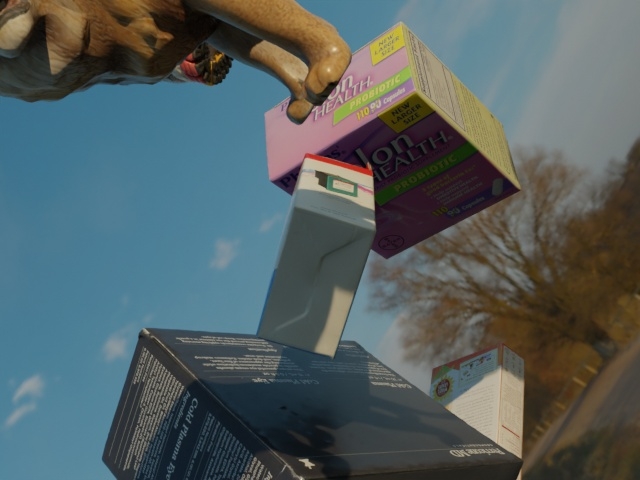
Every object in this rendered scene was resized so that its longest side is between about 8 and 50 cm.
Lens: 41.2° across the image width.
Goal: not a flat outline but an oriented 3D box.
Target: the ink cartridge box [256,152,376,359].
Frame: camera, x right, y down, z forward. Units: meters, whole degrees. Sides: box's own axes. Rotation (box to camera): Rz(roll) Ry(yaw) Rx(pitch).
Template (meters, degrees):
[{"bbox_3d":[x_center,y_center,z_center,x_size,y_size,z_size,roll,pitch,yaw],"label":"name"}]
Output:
[{"bbox_3d":[0.000,0.000,0.845,0.231,0.078,0.134,-83,10,-70],"label":"ink cartridge box"}]

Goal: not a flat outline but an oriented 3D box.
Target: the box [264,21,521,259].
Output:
[{"bbox_3d":[0.091,-0.111,1.063,0.213,0.117,0.243,-29,-42,28],"label":"box"}]

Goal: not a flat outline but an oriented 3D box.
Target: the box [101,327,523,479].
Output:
[{"bbox_3d":[-0.013,0.250,0.964,0.343,0.312,0.179,10,-77,-41],"label":"box"}]

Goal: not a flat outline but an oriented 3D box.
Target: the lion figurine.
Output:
[{"bbox_3d":[-0.043,-0.221,0.461,0.392,0.240,0.142,-55,8,-1],"label":"lion figurine"}]

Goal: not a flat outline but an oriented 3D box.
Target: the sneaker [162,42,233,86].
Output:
[{"bbox_3d":[-0.133,-0.229,0.924,0.225,0.093,0.088,-62,-32,-62],"label":"sneaker"}]

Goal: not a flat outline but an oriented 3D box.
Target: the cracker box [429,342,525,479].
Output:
[{"bbox_3d":[0.245,0.296,1.367,0.156,0.067,0.232,-29,35,41],"label":"cracker box"}]
